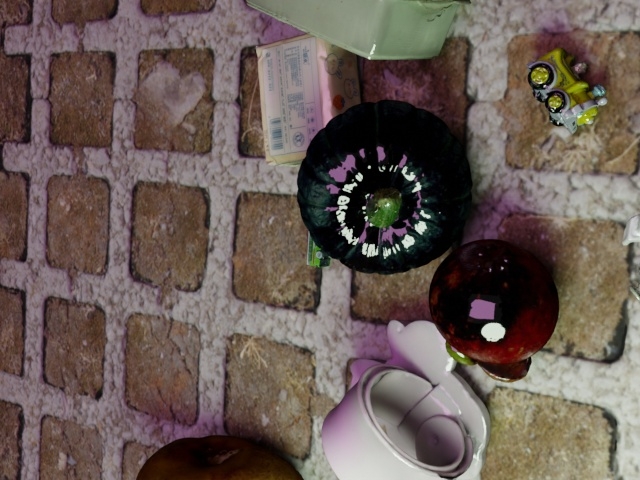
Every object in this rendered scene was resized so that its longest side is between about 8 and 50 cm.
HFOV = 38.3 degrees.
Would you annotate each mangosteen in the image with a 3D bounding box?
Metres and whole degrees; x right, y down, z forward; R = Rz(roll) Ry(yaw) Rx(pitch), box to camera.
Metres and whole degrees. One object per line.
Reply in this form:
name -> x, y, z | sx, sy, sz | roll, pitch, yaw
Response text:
mangosteen -> 0.229, 0.097, 1.236 | 0.200, 0.200, 0.199 | 2, 93, 35

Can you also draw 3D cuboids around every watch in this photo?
watch -> 0.109, 0.245, 1.283 | 0.248, 0.217, 0.211 | 51, 123, 21

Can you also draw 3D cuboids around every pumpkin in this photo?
pumpkin -> 0.085, -0.064, 1.259 | 0.248, 0.248, 0.248 | 2, 93, 35

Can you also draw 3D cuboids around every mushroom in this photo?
mushroom -> -0.156, 0.429, 1.471 | 0.267, 0.267, 0.254 | -25, 78, 34

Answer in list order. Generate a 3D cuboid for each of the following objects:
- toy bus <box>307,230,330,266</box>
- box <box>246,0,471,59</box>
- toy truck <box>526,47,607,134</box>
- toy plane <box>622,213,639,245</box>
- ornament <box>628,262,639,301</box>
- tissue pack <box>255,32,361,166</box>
toy bus -> 0.000, 0.000, 1.468 | 0.037, 0.031, 0.083 | 8, 97, 45
box -> 0.051, -0.371, 1.299 | 0.290, 0.221, 0.166 | 30, 118, 31
toy truck -> 0.324, -0.197, 1.207 | 0.077, 0.076, 0.111 | -33, 73, 11
toy plane -> 0.483, 0.008, 1.067 | 0.252, 0.118, 0.252 | 0, 90, 14
ornament -> 0.431, 0.044, 1.152 | 0.068, 0.041, 0.092 | 27, 90, 23
tissue pack -> -0.015, -0.219, 1.430 | 0.148, 0.092, 0.196 | -5, 91, 36
